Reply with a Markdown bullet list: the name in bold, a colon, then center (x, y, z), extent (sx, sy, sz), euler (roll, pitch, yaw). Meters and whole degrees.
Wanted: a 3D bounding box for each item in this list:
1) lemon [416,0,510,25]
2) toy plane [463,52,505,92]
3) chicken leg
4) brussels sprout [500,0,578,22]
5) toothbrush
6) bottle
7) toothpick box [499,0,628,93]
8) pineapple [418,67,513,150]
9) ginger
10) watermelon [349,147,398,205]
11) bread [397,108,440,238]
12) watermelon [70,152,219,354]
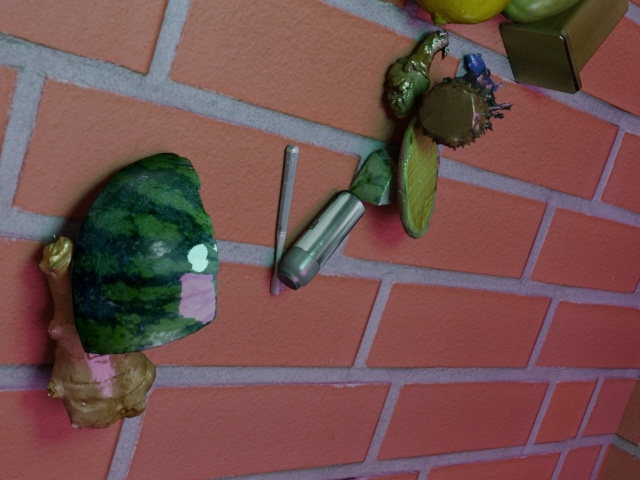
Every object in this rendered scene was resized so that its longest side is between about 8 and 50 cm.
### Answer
- **lemon**: center (0.310, -0.591, 1.813), extent (0.260, 0.261, 0.283), euler (32, 65, -46)
- **toy plane**: center (0.400, -0.412, 2.126), extent (0.167, 0.054, 0.062), euler (35, 59, -45)
- **chicken leg**: center (0.214, -0.382, 1.938), extent (0.103, 0.088, 0.227), euler (28, 93, -33)
- **brussels sprout**: center (0.509, -0.653, 1.988), extent (0.274, 0.243, 0.316), euler (11, 98, -20)
- **toothbrush**: center (-0.077, -0.039, 1.875), extent (0.030, 0.025, 0.342), euler (-16, 120, -45)
- **bottle**: center (0.000, 0.000, 1.917), extent (0.079, 0.096, 0.253), euler (39, 68, -1)
- **toothpick box**: center (0.625, -0.547, 2.178), extent (0.308, 0.190, 0.187), euler (-48, 132, -20)
- **pineapple**: center (0.333, -0.306, 1.987), extent (0.364, 0.166, 0.165), euler (-34, 135, -63)
- **ginger**: center (-0.388, 0.163, 1.591), extent (0.236, 0.166, 0.375), euler (-7, 120, -29)
- **watermelon**: center (0.139, -0.109, 1.994), extent (0.121, 0.098, 0.158), euler (-38, 143, -14)
- **bread**: center (0.224, -0.155, 2.006), extent (0.301, 0.045, 0.301), euler (5, 90, -70)
- **watermelon**: center (-0.263, 0.018, 1.518), extent (0.319, 0.222, 0.292), euler (-29, 120, -52)
